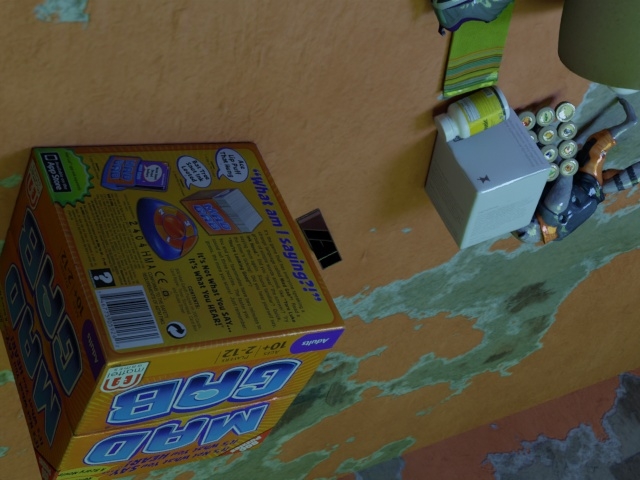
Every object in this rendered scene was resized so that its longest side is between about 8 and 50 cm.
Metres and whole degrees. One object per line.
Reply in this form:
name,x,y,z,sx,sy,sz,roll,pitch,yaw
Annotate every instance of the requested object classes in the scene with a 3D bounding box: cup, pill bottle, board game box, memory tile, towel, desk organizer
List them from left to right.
board game box,-0.245,0.105,1.483,0.356,0.356,0.356,-5,144,-33
desk organizer,0.000,0.000,1.828,0.047,0.050,0.130,-27,151,0
pill bottle,0.254,-0.211,1.681,0.116,0.065,0.065,-24,151,-3
towel,0.250,-0.316,1.555,0.102,0.021,0.237,-20,150,-13
memory tile,0.413,-0.175,1.811,0.113,0.012,0.148,-13,116,-4
cup,0.498,-0.386,1.398,0.331,0.331,0.237,-19,122,-14

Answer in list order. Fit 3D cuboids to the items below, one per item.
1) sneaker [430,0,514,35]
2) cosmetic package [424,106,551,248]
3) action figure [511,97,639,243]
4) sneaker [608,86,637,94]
sneaker,0.263,-0.367,1.424,0.224,0.083,0.098,-18,147,4
cosmetic package,0.295,-0.111,1.787,0.151,0.151,0.183,-19,151,-15
action figure,0.489,-0.119,1.911,0.330,0.178,0.341,-39,145,2
sneaker,0.581,-0.381,1.647,0.292,0.108,0.169,-40,148,3
